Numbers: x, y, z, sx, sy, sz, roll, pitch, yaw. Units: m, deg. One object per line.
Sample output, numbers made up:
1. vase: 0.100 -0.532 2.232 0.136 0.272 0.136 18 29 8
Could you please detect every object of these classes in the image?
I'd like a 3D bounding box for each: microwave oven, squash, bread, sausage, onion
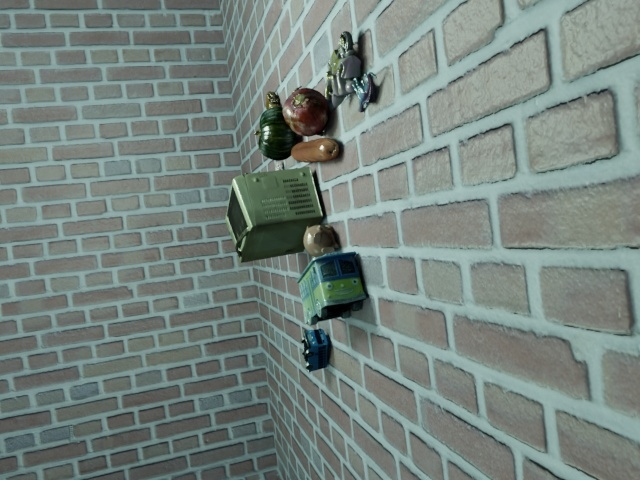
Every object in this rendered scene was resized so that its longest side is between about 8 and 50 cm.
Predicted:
1. microwave oven: -0.199 -0.104 2.084 0.394 0.333 0.247 123 134 -64
2. squash: -0.179 -0.439 2.155 0.218 0.173 0.218 5 -90 -77
3. bread: -0.218 -0.625 2.403 0.082 0.060 0.113 109 151 -56
4. sausage: -0.030 -0.316 1.856 0.433 0.088 0.087 -160 64 -71
5. onion: -0.036 -0.414 1.763 0.195 0.160 0.159 55 -168 -52

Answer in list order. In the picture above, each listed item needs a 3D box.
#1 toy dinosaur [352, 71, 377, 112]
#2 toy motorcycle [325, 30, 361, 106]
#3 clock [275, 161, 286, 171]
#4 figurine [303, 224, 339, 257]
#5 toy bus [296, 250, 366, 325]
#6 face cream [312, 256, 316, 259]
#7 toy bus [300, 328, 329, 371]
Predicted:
1. toy dinosaur: 0.119 -0.399 1.390 0.197 0.045 0.080 120 127 -75
2. toy motorcycle: 0.066 -0.469 1.489 0.225 0.073 0.152 116 140 -61
3. clock: -0.184 -0.319 2.455 0.087 0.041 0.129 113 141 -67
4. figurine: 0.000 0.000 1.852 0.138 0.125 0.125 -113 19 -77
5. toy bus: 0.030 0.165 1.746 0.312 0.152 0.190 125 135 -67
6. face cream: -0.019 0.111 2.095 0.034 0.034 0.130 -136 41 -65
7. toy bus: -0.021 0.442 2.119 0.090 0.106 0.184 -109 14 -44
